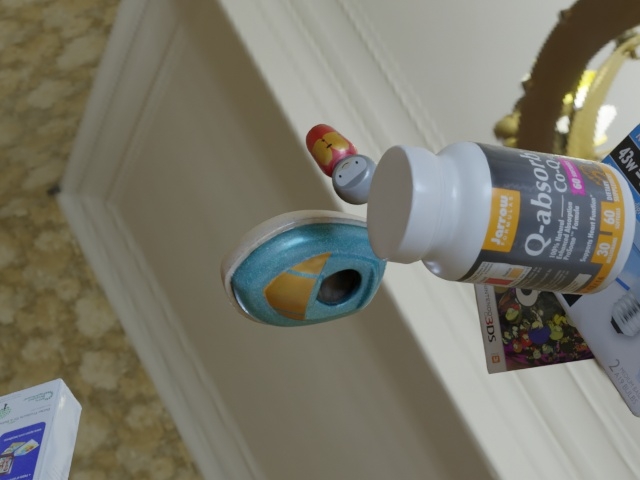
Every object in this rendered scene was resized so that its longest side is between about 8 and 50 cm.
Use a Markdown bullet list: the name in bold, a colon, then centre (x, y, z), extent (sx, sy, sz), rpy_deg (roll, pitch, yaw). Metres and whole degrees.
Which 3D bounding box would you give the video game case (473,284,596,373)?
- **video game case**: centre (0.387, 0.111, 1.897), extent (0.042, 0.232, 0.210), rpy_deg (-48, 129, -82)

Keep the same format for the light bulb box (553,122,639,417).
- **light bulb box**: centre (0.556, 0.027, 1.609), extent (0.361, 0.225, 0.358), rpy_deg (-49, -133, 25)

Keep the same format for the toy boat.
- **toy boat**: centre (0.000, 0.000, 1.543), extent (0.148, 0.267, 0.318), rpy_deg (51, -43, 43)

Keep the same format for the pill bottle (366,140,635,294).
- **pill bottle**: centre (0.205, -0.027, 1.265), extent (0.162, 0.278, 0.162), rpy_deg (-174, -90, -70)

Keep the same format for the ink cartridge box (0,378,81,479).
- **ink cartridge box**: centre (-0.381, 0.313, 1.260), extent (0.333, 0.165, 0.065), rpy_deg (-90, 160, -53)
